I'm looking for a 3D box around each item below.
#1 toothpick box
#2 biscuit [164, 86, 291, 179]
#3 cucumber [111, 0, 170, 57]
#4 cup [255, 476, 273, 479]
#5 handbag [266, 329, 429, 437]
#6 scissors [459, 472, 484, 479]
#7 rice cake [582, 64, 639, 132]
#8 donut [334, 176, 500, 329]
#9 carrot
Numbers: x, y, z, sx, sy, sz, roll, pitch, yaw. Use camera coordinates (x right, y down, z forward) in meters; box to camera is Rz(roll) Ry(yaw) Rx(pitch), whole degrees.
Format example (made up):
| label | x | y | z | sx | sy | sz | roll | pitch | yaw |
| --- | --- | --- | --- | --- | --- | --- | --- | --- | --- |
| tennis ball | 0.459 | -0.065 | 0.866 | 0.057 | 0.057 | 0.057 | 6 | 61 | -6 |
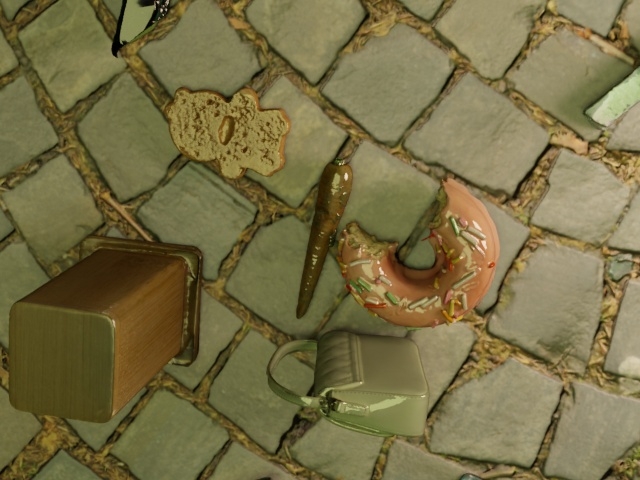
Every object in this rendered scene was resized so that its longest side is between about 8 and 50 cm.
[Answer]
| label | x | y | z | sx | sy | sz | roll | pitch | yaw |
| --- | --- | --- | --- | --- | --- | --- | --- | --- | --- |
| toothpick box | -0.298 | 0.122 | 1.562 | 0.190 | 0.308 | 0.187 | 8 | 104 | 8 |
| biscuit | -0.133 | -0.153 | 1.615 | 0.184 | 0.027 | 0.133 | 2 | 104 | 10 |
| cucumber | -0.243 | -0.357 | 1.576 | 0.070 | 0.046 | 0.220 | 13 | 105 | -3 |
| cup | -0.097 | 0.415 | 1.728 | 0.100 | 0.078 | 0.077 | -21 | 96 | 43 |
| handbag | 0.035 | 0.192 | 1.556 | 0.219 | 0.256 | 0.079 | 8 | 103 | -1 |
| scissors | 0.229 | 0.499 | 1.685 | 0.138 | 0.041 | 0.289 | -19 | 83 | 8 |
| rice cake | 0.447 | -0.226 | 1.510 | 0.211 | 0.034 | 0.043 | -41 | 86 | 15 |
| donut | 0.144 | 0.036 | 1.591 | 0.233 | 0.085 | 0.199 | -28 | 99 | 15 |
| carrot | 0.000 | 0.000 | 1.625 | 0.049 | 0.049 | 0.254 | 17 | 109 | 4 |
